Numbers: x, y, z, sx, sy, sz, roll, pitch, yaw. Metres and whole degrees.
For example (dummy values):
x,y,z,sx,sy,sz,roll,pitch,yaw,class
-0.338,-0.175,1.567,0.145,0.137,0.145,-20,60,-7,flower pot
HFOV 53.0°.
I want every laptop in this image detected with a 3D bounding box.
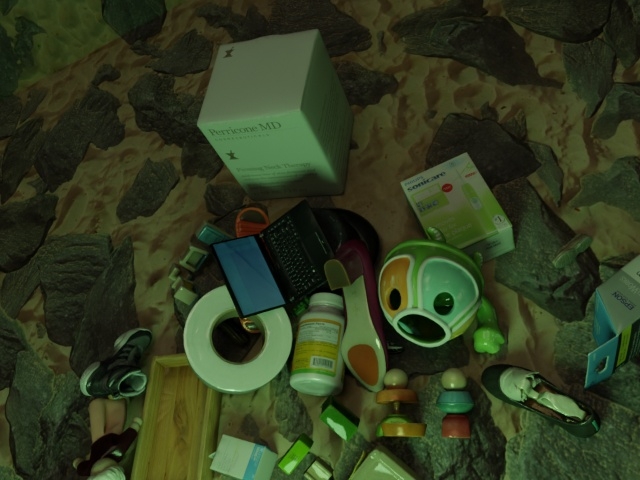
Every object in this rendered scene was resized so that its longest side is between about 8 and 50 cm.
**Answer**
x,y,z,sx,sy,sz,roll,pitch,yaw,class
-0.120,0.044,1.687,0.264,0.136,0.234,-35,67,19,laptop

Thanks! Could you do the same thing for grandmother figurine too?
x,y,z,sx,sy,sz,roll,pitch,yaw,class
-0.559,0.532,1.666,0.208,0.104,0.342,-44,27,3,grandmother figurine

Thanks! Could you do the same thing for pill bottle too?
x,y,z,sx,sy,sz,roll,pitch,yaw,class
0.005,0.266,1.667,0.136,0.136,0.245,-3,58,20,pill bottle

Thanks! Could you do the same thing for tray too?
x,y,z,sx,sy,sz,roll,pitch,yaw,class
-0.375,0.505,1.705,0.203,0.076,0.411,-9,56,17,tray

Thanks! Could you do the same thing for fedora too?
x,y,z,sx,sy,sz,roll,pitch,yaw,class
0.000,0.000,1.822,0.334,0.152,0.334,-11,54,15,fedora

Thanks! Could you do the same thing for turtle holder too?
x,y,z,sx,sy,sz,roll,pitch,yaw,class
0.282,0.153,1.571,0.243,0.320,0.227,-17,35,33,turtle holder

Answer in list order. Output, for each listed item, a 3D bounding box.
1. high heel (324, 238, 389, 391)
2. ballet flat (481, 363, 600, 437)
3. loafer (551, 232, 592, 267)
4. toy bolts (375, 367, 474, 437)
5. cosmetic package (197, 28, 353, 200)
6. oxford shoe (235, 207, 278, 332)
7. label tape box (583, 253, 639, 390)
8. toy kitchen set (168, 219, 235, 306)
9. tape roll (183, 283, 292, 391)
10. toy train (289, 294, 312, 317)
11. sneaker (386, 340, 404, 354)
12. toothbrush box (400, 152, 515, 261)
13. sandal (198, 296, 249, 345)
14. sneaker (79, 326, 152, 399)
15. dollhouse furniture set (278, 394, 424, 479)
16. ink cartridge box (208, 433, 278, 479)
x,y,z,sx,sy,sz,roll,pitch,yaw,class
0.124,0.185,1.625,0.127,0.377,0.181,-6,15,31,high heel
0.494,0.345,1.451,0.280,0.096,0.095,22,70,31,ballet flat
0.636,0.025,1.638,0.125,0.045,0.039,-34,36,-10,loafer
0.238,0.367,1.467,0.228,0.218,0.158,-1,73,7,toy bolts
-0.117,-0.368,1.959,0.329,0.393,0.327,-3,58,21,cosmetic package
-0.190,0.094,1.879,0.130,0.133,0.363,2,73,-9,oxford shoe
0.681,0.155,1.403,0.348,0.249,0.115,-36,54,-3,label tape box
-0.345,0.078,1.932,0.207,0.122,0.166,-53,31,10,toy kitchen set
-0.218,0.260,1.702,0.286,0.100,0.286,3,71,-9,tape roll
-0.051,0.187,1.814,0.083,0.017,0.024,-41,64,-7,toy train
0.165,0.270,1.663,0.109,0.040,0.043,-2,57,20,sneaker
0.371,-0.071,1.749,0.206,0.122,0.283,-24,52,6,toothbrush box
-0.287,0.238,1.847,0.219,0.090,0.060,42,102,29,sandal
-0.532,0.353,1.807,0.153,0.101,0.268,11,34,25,sneaker
0.075,0.544,1.508,0.301,0.151,0.197,39,86,7,dollhouse furniture set
-0.197,0.547,1.595,0.143,0.092,0.090,9,62,25,ink cartridge box
